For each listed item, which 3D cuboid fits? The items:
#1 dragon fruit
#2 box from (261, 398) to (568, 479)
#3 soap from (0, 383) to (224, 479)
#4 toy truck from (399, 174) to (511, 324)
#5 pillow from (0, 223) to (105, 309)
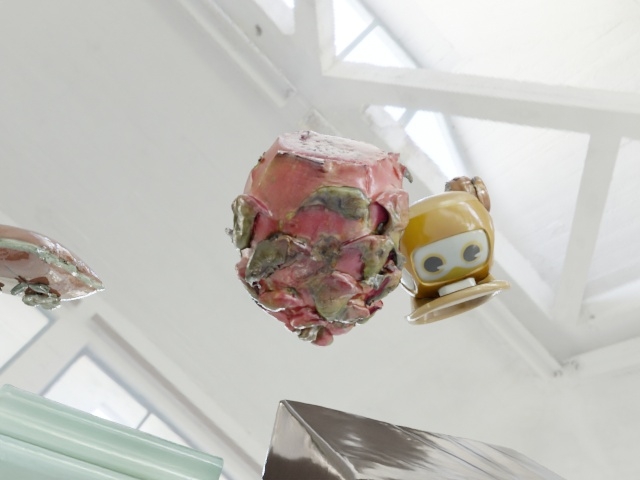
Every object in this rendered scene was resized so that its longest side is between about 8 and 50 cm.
[{"bbox_3d":[0.000,0.000,0.906,0.250,0.269,0.291,6,-67,5],"label":"dragon fruit"},{"bbox_3d":[0.077,0.236,0.435,0.252,0.189,0.153,16,-4,-25],"label":"box"},{"bbox_3d":[-0.197,0.210,0.544,0.197,0.067,0.119,24,-59,-12],"label":"soap"},{"bbox_3d":[0.216,0.026,1.157,0.204,0.212,0.288,-18,-18,-2],"label":"toy truck"},{"bbox_3d":[-0.374,0.031,0.763,0.179,0.075,0.171,9,-21,9],"label":"pillow"}]
